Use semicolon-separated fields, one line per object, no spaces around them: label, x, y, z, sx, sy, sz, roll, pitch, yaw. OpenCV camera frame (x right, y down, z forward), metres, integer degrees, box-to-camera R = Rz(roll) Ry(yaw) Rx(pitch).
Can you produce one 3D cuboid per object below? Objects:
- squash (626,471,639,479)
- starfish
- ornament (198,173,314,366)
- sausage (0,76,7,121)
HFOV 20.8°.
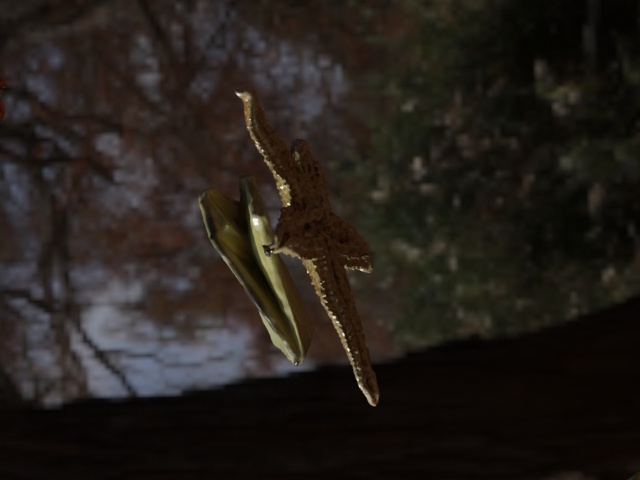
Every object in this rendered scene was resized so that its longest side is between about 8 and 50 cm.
squash;0.310;0.339;1.860;0.066;0.066;0.229;-81;10;-56
starfish;0.005;-0.002;1.533;0.295;0.048;0.231;65;-165;-2
ornament;-0.045;0.048;1.636;0.201;0.059;0.180;66;180;-53
sausage;-0.370;-0.007;1.316;0.053;0.348;0.053;49;180;-1
